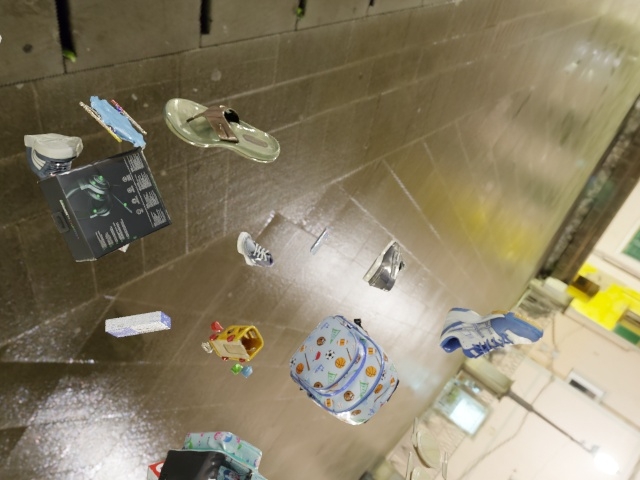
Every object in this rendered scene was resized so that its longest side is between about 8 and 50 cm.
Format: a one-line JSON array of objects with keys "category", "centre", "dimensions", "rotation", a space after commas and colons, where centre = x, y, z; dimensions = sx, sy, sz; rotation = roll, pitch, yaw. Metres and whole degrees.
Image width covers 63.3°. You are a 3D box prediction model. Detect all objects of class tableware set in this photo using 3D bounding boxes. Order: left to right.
[{"category": "tableware set", "centre": [0.220, 0.498, 1.132], "dimensions": [0.039, 0.128, 0.194], "rotation": [-36, -170, 28]}]

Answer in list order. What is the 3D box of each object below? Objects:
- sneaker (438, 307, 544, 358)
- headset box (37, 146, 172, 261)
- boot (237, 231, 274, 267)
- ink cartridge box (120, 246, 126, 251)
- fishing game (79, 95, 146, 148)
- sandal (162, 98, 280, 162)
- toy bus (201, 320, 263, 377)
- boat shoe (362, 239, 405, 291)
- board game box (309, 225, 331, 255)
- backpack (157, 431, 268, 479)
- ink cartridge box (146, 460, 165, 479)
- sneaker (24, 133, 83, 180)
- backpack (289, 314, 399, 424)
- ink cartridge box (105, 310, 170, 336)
[{"category": "sneaker", "centre": [0.440, 0.259, 1.362], "dimensions": [0.112, 0.296, 0.131], "rotation": [40, 66, -22]}, {"category": "headset box", "centre": [-0.608, -0.100, 1.470], "dimensions": [0.283, 0.131, 0.246], "rotation": [-35, 112, -44]}, {"category": "boot", "centre": [-0.202, 0.032, 1.661], "dimensions": [0.190, 0.086, 0.069], "rotation": [73, 30, -67]}, {"category": "ink cartridge box", "centre": [-0.697, -0.013, 1.731], "dimensions": [0.088, 0.123, 0.052], "rotation": [-29, -139, 67]}, {"category": "fishing game", "centre": [-0.572, -0.325, 1.460], "dimensions": [0.041, 0.189, 0.264], "rotation": [-42, -162, 8]}, {"category": "sandal", "centre": [-0.223, -0.275, 1.237], "dimensions": [0.303, 0.120, 0.086], "rotation": [12, 145, -32]}, {"category": "toy bus", "centre": [-0.284, 0.335, 1.734], "dimensions": [0.104, 0.202, 0.191], "rotation": [-42, 160, -40]}, {"category": "boat shoe", "centre": [0.148, 0.058, 1.135], "dimensions": [0.075, 0.065, 0.206], "rotation": [-56, 173, 24]}, {"category": "board game box", "centre": [0.000, 0.000, 1.646], "dimensions": [0.090, 0.020, 0.090], "rotation": [-54, -174, 7]}, {"category": "backpack", "centre": [-0.245, 0.590, 1.279], "dimensions": [0.253, 0.225, 0.191], "rotation": [49, 43, -27]}, {"category": "ink cartridge box", "centre": [-0.315, 0.750, 1.509], "dimensions": [0.272, 0.310, 0.130], "rotation": [1, 102, -45]}, {"category": "sneaker", "centre": [-0.794, -0.236, 1.562], "dimensions": [0.131, 0.350, 0.148], "rotation": [-13, 110, -34]}, {"category": "backpack", "centre": [0.068, 0.351, 1.415], "dimensions": [0.276, 0.263, 0.213], "rotation": [-53, 139, -5]}, {"category": "ink cartridge box", "centre": [-0.672, 0.311, 1.920], "dimensions": [0.207, 0.046, 0.097], "rotation": [-10, 156, 4]}]
